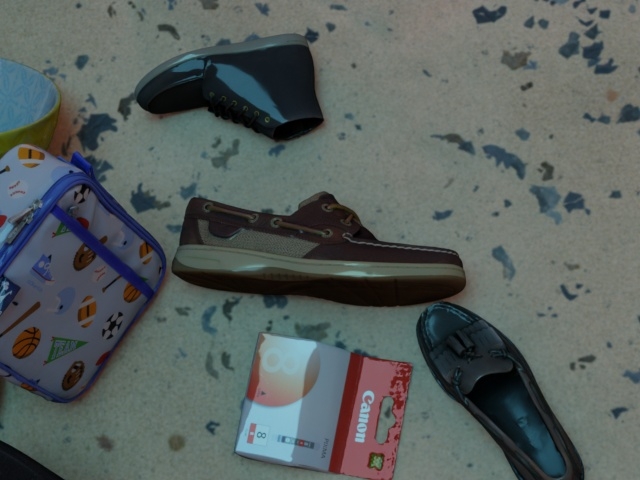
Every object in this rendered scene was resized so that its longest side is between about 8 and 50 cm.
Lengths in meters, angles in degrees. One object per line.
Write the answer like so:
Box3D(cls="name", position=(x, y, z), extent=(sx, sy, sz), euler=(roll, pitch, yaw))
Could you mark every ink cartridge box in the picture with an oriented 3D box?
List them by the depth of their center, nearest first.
Box3D(cls="ink cartridge box", position=(0.003, 0.189, 1.653), extent=(0.179, 0.045, 0.145), euler=(8, 74, 13))

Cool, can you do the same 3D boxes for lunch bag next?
Box3D(cls="lunch bag", position=(-0.299, 0.036, 1.609), extent=(0.115, 0.303, 0.243), euler=(32, 80, 25))

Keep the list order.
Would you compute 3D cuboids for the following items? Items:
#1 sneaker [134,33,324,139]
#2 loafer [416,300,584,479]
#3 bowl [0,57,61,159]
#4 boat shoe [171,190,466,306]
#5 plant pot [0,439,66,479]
Box3D(cls="sneaker", position=(-0.111, -0.169, 1.765), extent=(0.222, 0.083, 0.118), euler=(-15, 71, 2))
Box3D(cls="loafer", position=(0.200, 0.167, 1.608), extent=(0.096, 0.084, 0.267), euler=(-36, 71, -4))
Box3D(cls="bowl", position=(-0.457, -0.108, 1.740), extent=(0.289, 0.289, 0.156), euler=(13, 117, 12))
Box3D(cls="boat shoe", position=(0.000, 0.000, 1.678), extent=(0.342, 0.123, 0.123), euler=(3, 74, 16))
Box3D(cls="plant pot", position=(-0.354, 0.314, 1.600), extent=(0.167, 0.188, 0.187), euler=(36, 80, 30))
